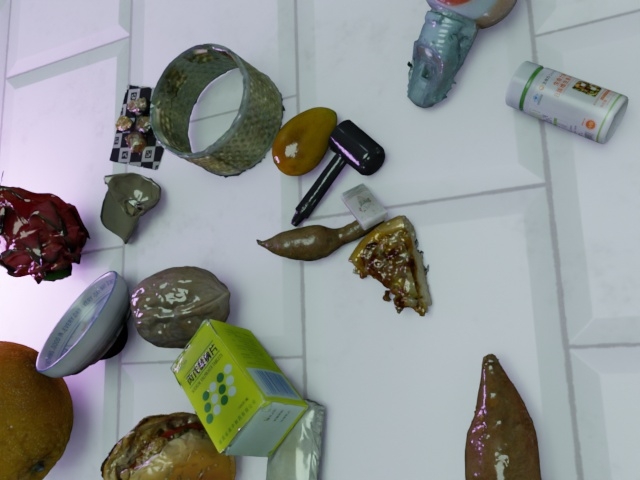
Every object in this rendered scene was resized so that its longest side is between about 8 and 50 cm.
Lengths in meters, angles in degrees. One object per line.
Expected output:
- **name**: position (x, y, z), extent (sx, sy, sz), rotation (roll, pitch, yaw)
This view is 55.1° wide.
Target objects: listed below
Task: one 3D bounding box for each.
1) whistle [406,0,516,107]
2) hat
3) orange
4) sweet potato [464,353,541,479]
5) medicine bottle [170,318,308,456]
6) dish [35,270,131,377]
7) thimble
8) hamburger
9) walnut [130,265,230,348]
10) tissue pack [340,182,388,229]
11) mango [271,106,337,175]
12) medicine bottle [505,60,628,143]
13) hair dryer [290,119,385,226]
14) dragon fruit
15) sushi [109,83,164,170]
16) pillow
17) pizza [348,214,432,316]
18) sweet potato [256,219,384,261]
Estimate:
- **whistle**: position (0.247, -0.417, 1.143), extent (0.189, 0.189, 0.348), rotation (33, 107, 28)
- **hat**: position (-0.465, -0.081, 1.499), extent (0.147, 0.085, 0.175), rotation (39, 122, 16)
- **orange**: position (-0.746, 0.406, 1.413), extent (0.357, 0.322, 0.322), rotation (40, 100, 18)
- **sweet potato**: position (0.292, 0.356, 0.993), extent (0.131, 0.131, 0.337), rotation (-19, 72, 23)
- **medicine bottle**: position (-0.162, 0.286, 1.204), extent (0.137, 0.141, 0.250), rotation (-55, 49, 10)
- **dish**: position (-0.512, 0.216, 1.421), extent (0.273, 0.134, 0.273), rotation (-37, 27, 23)
- **thimble**: position (-0.234, -0.288, 1.364), extent (0.270, 0.150, 0.271), rotation (-5, 79, 26)
- **hamburger**: position (-0.294, 0.457, 1.215), extent (0.244, 0.244, 0.163), rotation (-51, 53, 10)
- **walnut**: position (-0.292, 0.142, 1.312), extent (0.230, 0.178, 0.178), rotation (-17, 73, 19)
- **tissue pack**: position (0.085, -0.068, 1.204), extent (0.056, 0.023, 0.108), rotation (-29, 45, -6)
- **mango**: position (-0.035, -0.211, 1.287), extent (0.111, 0.089, 0.163), rotation (24, 82, 17)
- **medicine bottle**: position (0.422, -0.239, 1.059), extent (0.183, 0.086, 0.086), rotation (31, 95, 27)
- **hair dryer**: position (0.021, -0.117, 1.254), extent (0.114, 0.070, 0.248), rotation (44, 105, 27)
- **dragon fruit**: position (-0.700, -0.037, 1.503), extent (0.233, 0.234, 0.293), rotation (-17, 109, 23)
- **sushi**: position (-0.459, -0.293, 1.542), extent (0.192, 0.040, 0.210), rotation (13, 87, 28)
- **pillow**: position (-0.051, 0.422, 1.197), extent (0.128, 0.051, 0.229), rotation (-4, 77, 37)
- **pizza**: position (0.141, 0.061, 1.154), extent (0.154, 0.069, 0.194), rotation (-39, 64, 15)
- **sweet potato**: position (0.003, 0.001, 1.239), extent (0.269, 0.075, 0.075), rotation (-12, 75, 14)
